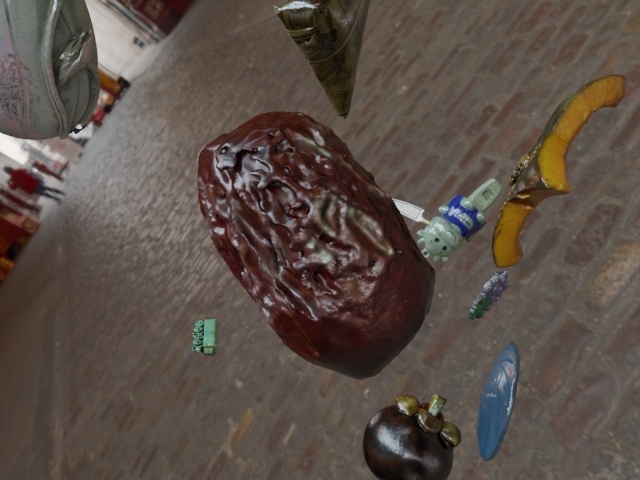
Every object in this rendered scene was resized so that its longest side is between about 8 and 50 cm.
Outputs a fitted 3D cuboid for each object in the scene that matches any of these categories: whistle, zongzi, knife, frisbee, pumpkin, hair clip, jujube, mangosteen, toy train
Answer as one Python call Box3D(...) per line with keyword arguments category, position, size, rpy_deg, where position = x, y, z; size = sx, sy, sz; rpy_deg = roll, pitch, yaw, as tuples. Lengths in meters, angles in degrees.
Box3D(category="whistle", position=(0.322, -0.047, 1.367), size=(0.244, 0.110, 0.092), rpy_deg=(-43, 5, 2))
Box3D(category="zongzi", position=(0.055, -0.444, 1.258), size=(0.134, 0.288, 0.286), rpy_deg=(11, 57, 36))
Box3D(category="knife", position=(0.319, -0.081, 1.926), size=(0.256, 0.022, 0.046), rpy_deg=(31, 94, 37))
Box3D(category="frisbee", position=(0.417, 0.384, 1.447), size=(0.289, 0.049, 0.290), rpy_deg=(15, -90, -82))
Box3D(category="pumpkin", position=(0.393, -0.124, 1.042), size=(0.290, 0.095, 0.258), rpy_deg=(-55, -10, -28))
Box3D(category="hair clip", position=(0.503, 0.159, 1.800), size=(0.052, 0.124, 0.195), rpy_deg=(26, 64, 41))
Box3D(category="jujube", position=(0.000, 0.000, 0.804), size=(0.258, 0.377, 0.258), rpy_deg=(-29, 6, 3))
Box3D(category="mangosteen", position=(0.274, 0.582, 1.748), size=(0.302, 0.275, 0.275), rpy_deg=(-58, 26, 1))
Box3D(category="toy train", position=(-0.322, 0.268, 1.670), size=(0.148, 0.070, 0.038), rpy_deg=(-108, 24, -62))

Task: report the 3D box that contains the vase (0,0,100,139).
Box3D(category="vase", position=(-0.475, -0.383, 0.958), size=(0.445, 0.249, 0.250), rpy_deg=(114, 168, -45))
